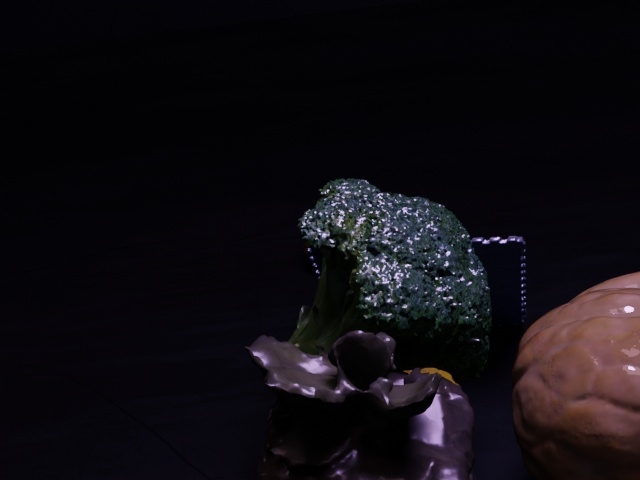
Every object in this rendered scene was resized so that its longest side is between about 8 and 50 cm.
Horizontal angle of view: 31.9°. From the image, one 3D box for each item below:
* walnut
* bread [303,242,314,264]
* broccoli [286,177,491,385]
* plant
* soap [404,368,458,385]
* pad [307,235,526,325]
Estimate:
[{"bbox_3d":[0.337,0.169,1.149,0.285,0.285,0.296,15,-1,35],"label":"walnut"},{"bbox_3d":[0.000,0.000,1.725,0.053,0.085,0.085,0,28,-2],"label":"bread"},{"bbox_3d":[0.050,0.060,1.229,0.269,0.254,0.269,-27,46,31],"label":"broccoli"},{"bbox_3d":[0.043,0.206,1.092,0.215,0.312,0.213,-4,25,9],"label":"plant"},{"bbox_3d":[0.101,0.169,1.438,0.168,0.033,0.089,16,34,36],"label":"soap"},{"bbox_3d":[0.131,0.058,1.438,0.269,0.269,0.012,-2,64,11],"label":"pad"}]
